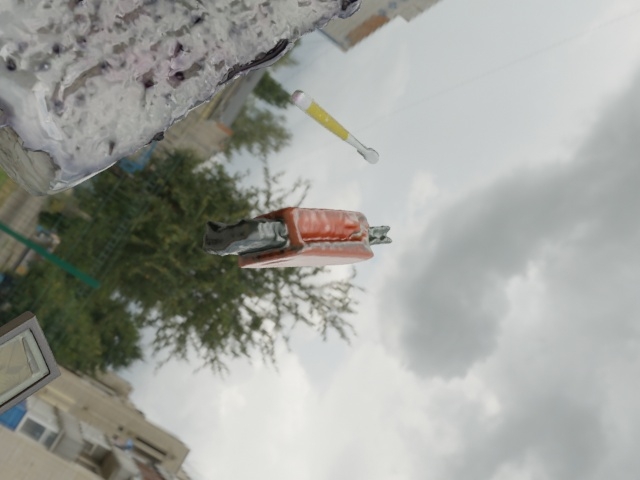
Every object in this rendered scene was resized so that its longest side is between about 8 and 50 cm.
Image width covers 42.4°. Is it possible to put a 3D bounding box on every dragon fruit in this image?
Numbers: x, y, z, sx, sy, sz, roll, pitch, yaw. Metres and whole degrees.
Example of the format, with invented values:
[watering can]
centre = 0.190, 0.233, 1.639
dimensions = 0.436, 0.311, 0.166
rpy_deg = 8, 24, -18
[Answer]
[dragon fruit]
centre = -0.135, -0.182, 0.542
dimensions = 0.283, 0.221, 0.204
rpy_deg = -41, -154, -22

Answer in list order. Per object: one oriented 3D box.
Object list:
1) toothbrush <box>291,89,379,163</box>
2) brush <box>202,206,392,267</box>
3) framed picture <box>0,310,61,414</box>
[toothbrush]
centre = 0.023, -0.149, 1.104
dimensions = 0.021, 0.024, 0.288
rpy_deg = -55, 155, 5
[brush]
centre = 0.000, 0.001, 0.785
dimensions = 0.070, 0.051, 0.323
rpy_deg = -19, 172, 28
[framed picture]
centre = -0.488, 0.202, 1.249
dimensions = 0.023, 0.128, 0.168
rpy_deg = 24, -133, 40
